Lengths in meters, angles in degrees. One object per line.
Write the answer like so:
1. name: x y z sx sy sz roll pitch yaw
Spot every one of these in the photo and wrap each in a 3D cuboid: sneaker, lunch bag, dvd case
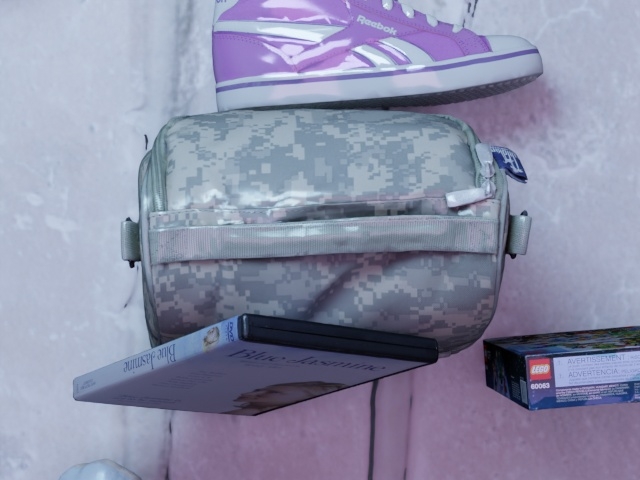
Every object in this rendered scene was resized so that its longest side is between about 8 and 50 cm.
1. sneaker: 0.047 -0.193 1.424 0.282 0.102 0.161 -2 87 -3
2. lunch bag: 0.000 0.000 1.341 0.305 0.256 0.213 -2 90 -3
3. dvd case: -0.055 0.102 1.305 0.180 0.253 0.022 10 70 -35

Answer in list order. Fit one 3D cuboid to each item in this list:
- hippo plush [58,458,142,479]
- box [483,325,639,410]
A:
1. hippo plush: -0.272 0.319 1.356 0.236 0.294 0.234 1 122 16
2. box: 0.227 0.101 1.362 0.159 0.233 0.044 -5 90 -3
